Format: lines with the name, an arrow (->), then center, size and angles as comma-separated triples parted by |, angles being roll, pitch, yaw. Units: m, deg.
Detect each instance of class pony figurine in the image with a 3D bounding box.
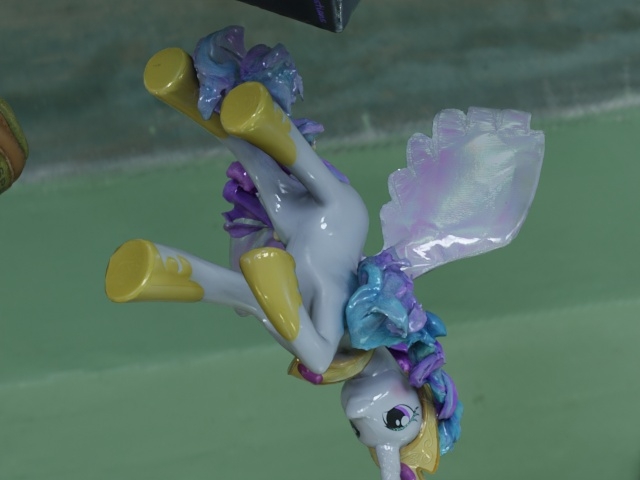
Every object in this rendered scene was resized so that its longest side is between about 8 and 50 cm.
pony figurine -> 0.000, 0.000, 1.275 | 0.303, 0.351, 0.363 | -16, 140, 27

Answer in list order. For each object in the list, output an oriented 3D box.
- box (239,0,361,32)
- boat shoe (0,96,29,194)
box -> -0.076, -0.265, 1.000 | 0.270, 0.165, 0.143 | 21, 152, 18
boat shoe -> -0.281, -0.119, 0.825 | 0.307, 0.111, 0.104 | 49, 57, -7
